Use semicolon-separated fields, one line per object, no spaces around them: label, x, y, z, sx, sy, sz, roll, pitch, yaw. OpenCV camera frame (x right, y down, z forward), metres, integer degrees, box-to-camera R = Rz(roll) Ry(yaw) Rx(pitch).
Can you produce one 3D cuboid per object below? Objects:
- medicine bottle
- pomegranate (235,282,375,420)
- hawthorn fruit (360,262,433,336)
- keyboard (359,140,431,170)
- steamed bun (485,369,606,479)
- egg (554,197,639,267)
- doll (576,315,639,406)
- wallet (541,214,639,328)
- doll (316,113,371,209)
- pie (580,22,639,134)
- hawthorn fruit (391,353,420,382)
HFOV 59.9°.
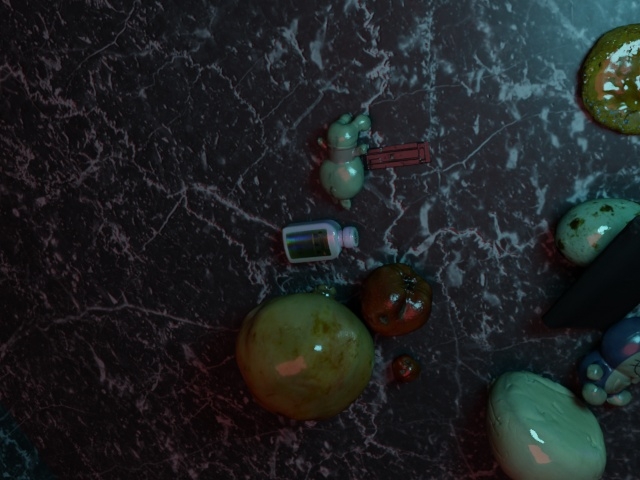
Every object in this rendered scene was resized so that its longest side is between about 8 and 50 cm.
medicine bottle;0.000;0.000;1.640;0.219;0.078;0.115;-6;105;19
pomegranate;-0.034;0.315;1.604;0.410;0.411;0.412;5;109;15
hawthorn fruit;0.194;0.190;1.592;0.207;0.207;0.243;40;127;1
keyboard;0.200;-0.233;1.537;0.204;0.013;0.061;-5;106;19
steamed bun;0.590;0.546;1.521;0.333;0.312;0.233;30;121;7
egg;0.698;-0.023;1.373;0.231;0.169;0.169;-22;101;11
doll;0.803;0.317;1.465;0.228;0.154;0.258;14;128;-31
wallet;0.726;0.088;1.333;0.228;0.062;0.406;0;141;-15
doll;0.055;-0.215;1.529;0.154;0.113;0.275;21;116;27
pie;0.743;-0.371;1.297;0.273;0.069;0.274;7;111;19
hawthorn fruit;0.259;0.388;1.697;0.092;0.093;0.093;5;109;15
